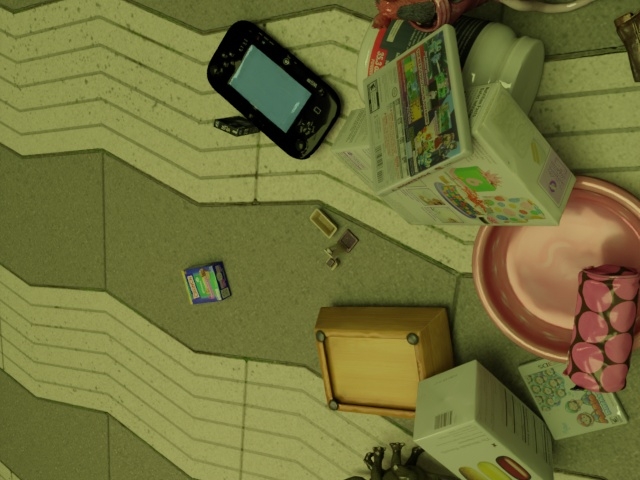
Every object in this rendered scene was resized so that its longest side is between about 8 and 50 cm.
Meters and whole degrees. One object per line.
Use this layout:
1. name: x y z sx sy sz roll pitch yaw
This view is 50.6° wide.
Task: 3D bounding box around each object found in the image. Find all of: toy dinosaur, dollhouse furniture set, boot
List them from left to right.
1. dollhouse furniture set: 0.000 0.000 1.430 0.114 0.081 0.091 46 122 13
2. toy dinosaur: 0.150 0.521 1.432 0.314 0.121 0.160 -17 58 28
3. boot: 0.520 -0.309 1.042 0.106 0.037 0.114 -22 88 48

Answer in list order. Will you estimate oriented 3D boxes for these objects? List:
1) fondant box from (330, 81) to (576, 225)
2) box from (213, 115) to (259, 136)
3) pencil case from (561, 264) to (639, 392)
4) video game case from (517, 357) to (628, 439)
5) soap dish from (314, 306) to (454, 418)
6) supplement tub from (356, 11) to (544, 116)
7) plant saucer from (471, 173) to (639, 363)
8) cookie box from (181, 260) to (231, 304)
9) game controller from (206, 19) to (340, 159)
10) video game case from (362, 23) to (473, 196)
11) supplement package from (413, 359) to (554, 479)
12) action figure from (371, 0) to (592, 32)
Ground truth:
1. fondant box: 0.210 -0.126 1.118 0.238 0.096 0.330 39 160 -32
2. box: -0.181 -0.249 1.473 0.067 0.083 0.018 26 117 25
3. pencil case: 0.449 0.139 1.084 0.098 0.095 0.209 18 111 45
4. video game case: 0.465 0.282 1.254 0.143 0.019 0.157 -28 88 35
5. soap dish: 0.128 0.254 1.399 0.291 0.118 0.228 -3 102 32
6. supplement tub: 0.216 -0.285 1.148 0.272 0.191 0.191 22 114 26
7. plant saucer: 0.433 0.047 1.170 0.332 0.084 0.332 10 109 30
8. cookie box: -0.281 0.105 1.662 0.107 0.040 0.091 -10 99 35
9. game controller: -0.101 -0.316 1.415 0.319 0.067 0.166 42 121 15
10. video game case: 0.138 -0.187 1.000 0.183 0.023 0.201 -24 64 48
11. supplement package: 0.303 0.357 1.245 0.139 0.133 0.244 -32 117 35
12. action figure: 0.221 -0.392 1.033 0.275 0.370 0.248 57 159 -10
